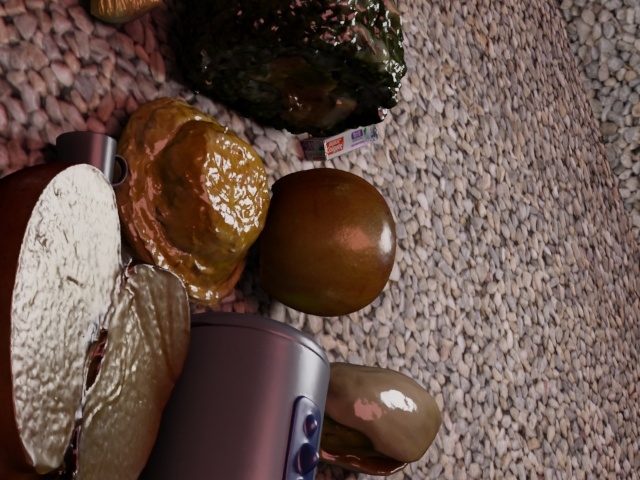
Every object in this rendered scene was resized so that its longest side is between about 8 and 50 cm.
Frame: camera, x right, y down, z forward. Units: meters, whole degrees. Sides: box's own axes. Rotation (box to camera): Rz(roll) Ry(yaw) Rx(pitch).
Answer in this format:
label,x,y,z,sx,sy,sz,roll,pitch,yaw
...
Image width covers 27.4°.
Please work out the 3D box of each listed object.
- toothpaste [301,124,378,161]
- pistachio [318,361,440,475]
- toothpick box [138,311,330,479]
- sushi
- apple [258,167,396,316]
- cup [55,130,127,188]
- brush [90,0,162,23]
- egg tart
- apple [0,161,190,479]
label,x,y,z,sx,sy,sz,roll,pitch,yaw
toothpaste,0.035,-0.173,2.261,0.196,0.047,0.040,-28,115,-57
pistachio,0.068,0.262,2.019,0.288,0.166,0.197,25,33,-46
toothpick box,-0.111,0.289,1.635,0.263,0.263,0.354,40,47,-42
sushi,-0.027,-0.298,1.986,0.352,0.294,0.178,26,59,-53
apple,0.000,0.000,1.972,0.208,0.237,0.237,8,65,-17
cup,-0.292,-0.089,1.686,0.100,0.078,0.077,12,71,-38
brush,-0.241,-0.364,1.910,0.313,0.072,0.067,-37,131,-59
egg tart,-0.160,-0.062,1.834,0.319,0.128,0.319,29,54,-51
apple,-0.281,0.119,1.434,0.329,0.295,0.365,23,57,-20
